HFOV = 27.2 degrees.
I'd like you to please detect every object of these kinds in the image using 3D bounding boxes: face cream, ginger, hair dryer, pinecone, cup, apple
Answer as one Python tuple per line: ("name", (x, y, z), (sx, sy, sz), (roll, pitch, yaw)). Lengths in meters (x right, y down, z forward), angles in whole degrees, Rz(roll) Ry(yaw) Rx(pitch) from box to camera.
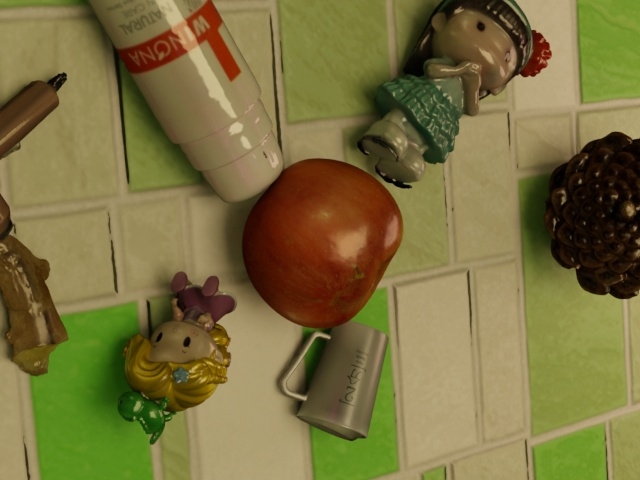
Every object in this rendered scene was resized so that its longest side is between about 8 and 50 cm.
("face cream", (-0.137, -0.185, 1.201), (0.102, 0.102, 0.346), (-43, 116, -28))
("ginger", (-0.256, 0.057, 1.162), (0.057, 0.044, 0.137), (-17, 103, -18))
("hair dryer", (-0.274, -0.083, 1.129), (0.182, 0.064, 0.117), (-49, 121, -31))
("pinecone", (0.368, -0.027, 1.567), (0.207, 0.207, 0.208), (-3, 95, -38))
("cup", (0.013, 0.141, 1.371), (0.104, 0.074, 0.116), (19, 76, -9))
("apple", (0.000, 0.000, 1.293), (0.139, 0.163, 0.163), (31, 69, 6))

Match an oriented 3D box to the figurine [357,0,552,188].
("figurine", (0.141, -0.164, 1.424), (0.245, 0.110, 0.138), (-52, 123, -18))

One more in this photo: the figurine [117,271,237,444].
("figurine", (-0.129, 0.123, 1.240), (0.115, 0.094, 0.156), (63, 37, -47))
